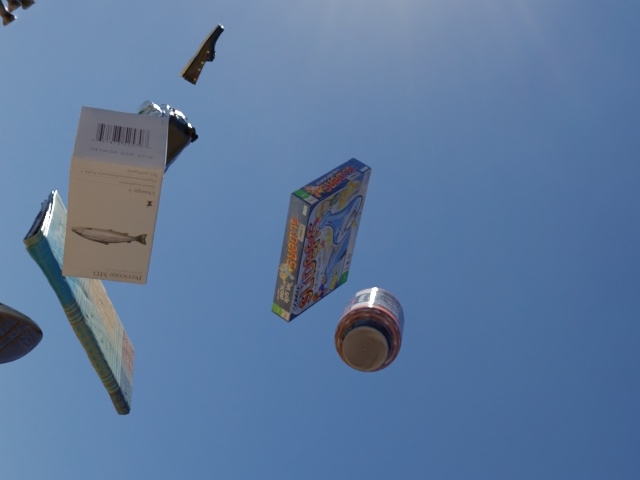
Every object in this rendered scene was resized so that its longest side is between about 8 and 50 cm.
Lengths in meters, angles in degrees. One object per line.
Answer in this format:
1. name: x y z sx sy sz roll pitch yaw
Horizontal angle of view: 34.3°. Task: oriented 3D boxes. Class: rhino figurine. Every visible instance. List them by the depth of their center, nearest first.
1. rhino figurine: -0.500 -0.421 1.640 0.106 0.073 0.243 53 -20 -13

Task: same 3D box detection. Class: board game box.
1. board game box: 0.000 0.000 1.408 0.035 0.136 0.201 32 -48 25

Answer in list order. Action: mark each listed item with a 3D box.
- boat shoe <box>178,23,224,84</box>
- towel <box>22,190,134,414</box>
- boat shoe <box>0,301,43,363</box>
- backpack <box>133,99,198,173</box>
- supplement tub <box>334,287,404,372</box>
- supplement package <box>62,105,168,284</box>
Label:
1. boat shoe: -0.231 -0.374 2.083 0.042 0.133 0.049 34 -3 -9
2. towel: -0.434 0.112 1.903 0.271 0.040 0.370 -111 179 -70
3. boat shoe: -0.580 0.101 1.627 0.123 0.342 0.123 -42 -123 15
4. backpack: -0.236 -0.147 1.467 0.084 0.105 0.114 39 6 -19
5. supplement tub: 0.077 0.143 1.623 0.198 0.106 0.106 -55 135 -79
6. supplement package: -0.242 -0.051 1.219 0.105 0.105 0.179 -97 -163 -48
